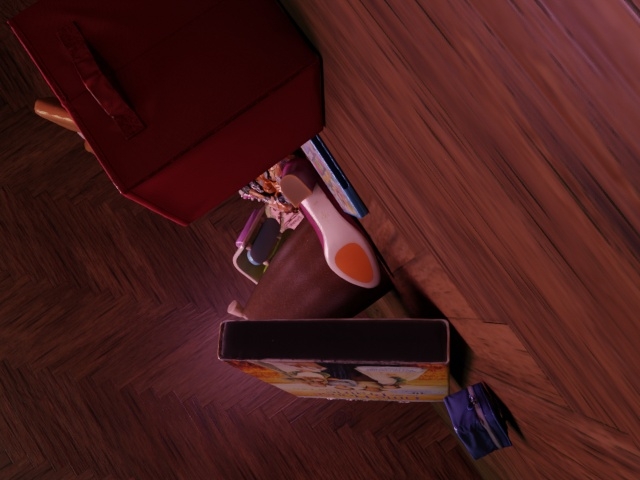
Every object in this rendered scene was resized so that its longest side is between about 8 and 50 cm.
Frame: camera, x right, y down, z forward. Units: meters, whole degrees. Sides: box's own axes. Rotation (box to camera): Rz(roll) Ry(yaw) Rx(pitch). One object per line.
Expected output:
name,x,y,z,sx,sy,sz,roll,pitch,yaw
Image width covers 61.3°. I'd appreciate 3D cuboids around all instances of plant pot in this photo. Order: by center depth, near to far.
plant pot,-0.024,0.092,0.999,0.215,0.230,0.215,46,170,10

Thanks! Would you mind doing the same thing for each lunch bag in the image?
lunch bag,0.214,0.238,0.723,0.098,0.065,0.067,55,-167,-34

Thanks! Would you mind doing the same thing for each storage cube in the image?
storage cube,-0.125,-0.152,0.523,0.184,0.193,0.215,55,178,6

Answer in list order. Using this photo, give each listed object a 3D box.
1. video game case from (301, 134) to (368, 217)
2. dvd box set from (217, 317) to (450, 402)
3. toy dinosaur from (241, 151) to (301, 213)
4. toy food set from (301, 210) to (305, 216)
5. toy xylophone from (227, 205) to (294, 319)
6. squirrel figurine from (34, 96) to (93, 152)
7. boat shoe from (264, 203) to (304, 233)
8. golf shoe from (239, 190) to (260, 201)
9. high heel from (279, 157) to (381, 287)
video game case,0.003,-0.106,0.737,0.166,0.015,0.119,56,178,-11
dvd box set,0.054,0.206,0.876,0.420,0.307,0.062,62,-151,-65
toy dinosaur,-0.094,-0.118,1.082,0.218,0.164,0.322,38,152,14
toy food set,0.039,-0.016,1.119,0.132,0.038,0.192,50,172,-25
toy xylophone,-0.060,0.093,1.135,0.322,0.236,0.081,34,144,-28
squirrel figurine,-0.398,-0.384,1.261,0.396,0.371,0.281,14,171,11
boat shoe,0.000,0.000,1.410,0.342,0.123,0.123,48,-152,-3
golf shoe,-0.133,-0.200,1.339,0.306,0.115,0.140,-98,15,-66
high heel,0.022,-0.032,0.896,0.244,0.082,0.117,45,-157,-12
